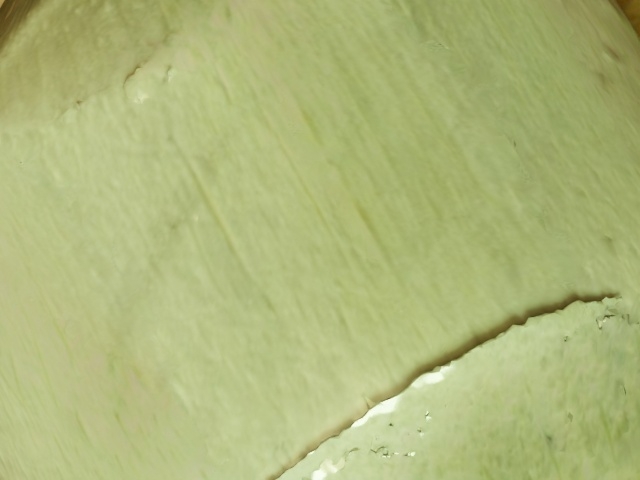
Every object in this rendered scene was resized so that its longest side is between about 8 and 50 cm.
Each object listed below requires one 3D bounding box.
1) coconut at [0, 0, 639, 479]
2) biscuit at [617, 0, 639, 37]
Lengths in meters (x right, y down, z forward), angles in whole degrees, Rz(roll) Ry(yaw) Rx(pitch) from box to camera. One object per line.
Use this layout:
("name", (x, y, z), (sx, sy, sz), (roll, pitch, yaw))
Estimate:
("coconut", (0.000, 0.000, 0.509), (0.224, 0.224, 0.234), (-36, 63, 19))
("biscuit", (0.120, -0.125, 0.456), (0.250, 0.036, 0.165), (3, 107, 58))
